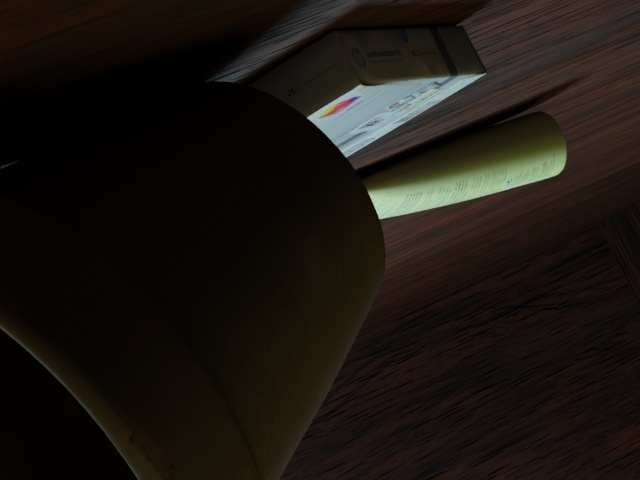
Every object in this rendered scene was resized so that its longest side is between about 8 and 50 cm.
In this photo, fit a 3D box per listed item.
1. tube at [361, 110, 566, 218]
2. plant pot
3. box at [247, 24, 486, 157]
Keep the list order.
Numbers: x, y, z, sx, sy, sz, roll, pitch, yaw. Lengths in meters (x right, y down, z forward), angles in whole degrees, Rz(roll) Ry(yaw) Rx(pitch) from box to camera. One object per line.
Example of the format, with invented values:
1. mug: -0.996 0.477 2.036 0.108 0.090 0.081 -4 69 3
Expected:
1. tube: 0.103 -0.057 1.717 0.240 0.062 0.070 -18 127 -27
2. plant pot: -0.087 0.043 0.974 0.229 0.263 0.263 -43 -176 -34
3. box: 0.000 -0.076 1.171 0.145 0.038 0.186 -30 174 27
